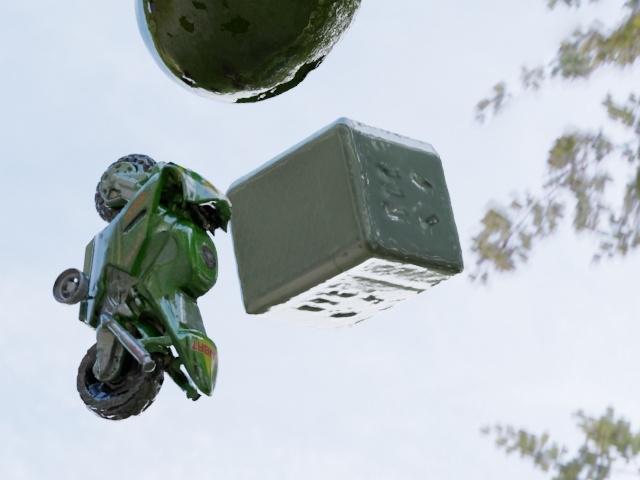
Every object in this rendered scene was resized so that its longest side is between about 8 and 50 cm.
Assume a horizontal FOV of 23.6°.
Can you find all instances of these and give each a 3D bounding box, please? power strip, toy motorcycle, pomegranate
[{"bbox_3d":[0.000,0.000,1.423,0.224,0.140,0.139,-28,-117,37],"label":"power strip"},{"bbox_3d":[-0.103,0.020,0.960,0.106,0.074,0.190,-16,-123,25],"label":"toy motorcycle"},{"bbox_3d":[-0.073,-0.216,1.163,0.181,0.181,0.224,-34,-84,21],"label":"pomegranate"}]
